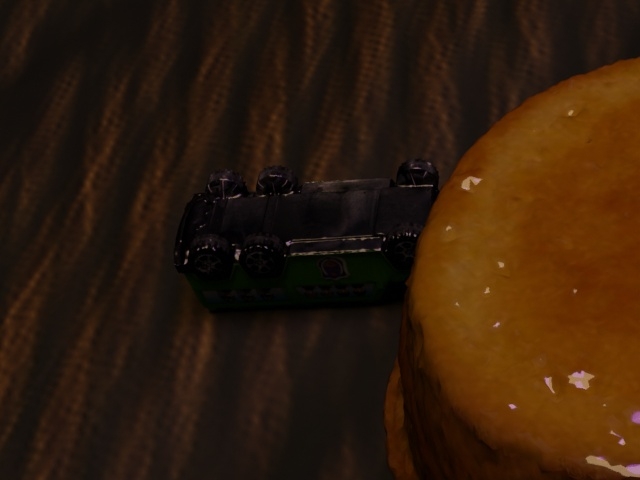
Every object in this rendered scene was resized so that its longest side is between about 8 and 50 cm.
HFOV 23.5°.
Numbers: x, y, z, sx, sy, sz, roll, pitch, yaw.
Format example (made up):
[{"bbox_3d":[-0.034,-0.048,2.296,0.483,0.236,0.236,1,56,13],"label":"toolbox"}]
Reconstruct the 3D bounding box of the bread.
[{"bbox_3d":[0.177,0.043,0.708,0.312,0.172,0.312,-9,44,8],"label":"bread"}]

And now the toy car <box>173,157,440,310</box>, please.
[{"bbox_3d":[0.000,0.000,0.890,0.165,0.062,0.071,-3,43,13],"label":"toy car"}]
